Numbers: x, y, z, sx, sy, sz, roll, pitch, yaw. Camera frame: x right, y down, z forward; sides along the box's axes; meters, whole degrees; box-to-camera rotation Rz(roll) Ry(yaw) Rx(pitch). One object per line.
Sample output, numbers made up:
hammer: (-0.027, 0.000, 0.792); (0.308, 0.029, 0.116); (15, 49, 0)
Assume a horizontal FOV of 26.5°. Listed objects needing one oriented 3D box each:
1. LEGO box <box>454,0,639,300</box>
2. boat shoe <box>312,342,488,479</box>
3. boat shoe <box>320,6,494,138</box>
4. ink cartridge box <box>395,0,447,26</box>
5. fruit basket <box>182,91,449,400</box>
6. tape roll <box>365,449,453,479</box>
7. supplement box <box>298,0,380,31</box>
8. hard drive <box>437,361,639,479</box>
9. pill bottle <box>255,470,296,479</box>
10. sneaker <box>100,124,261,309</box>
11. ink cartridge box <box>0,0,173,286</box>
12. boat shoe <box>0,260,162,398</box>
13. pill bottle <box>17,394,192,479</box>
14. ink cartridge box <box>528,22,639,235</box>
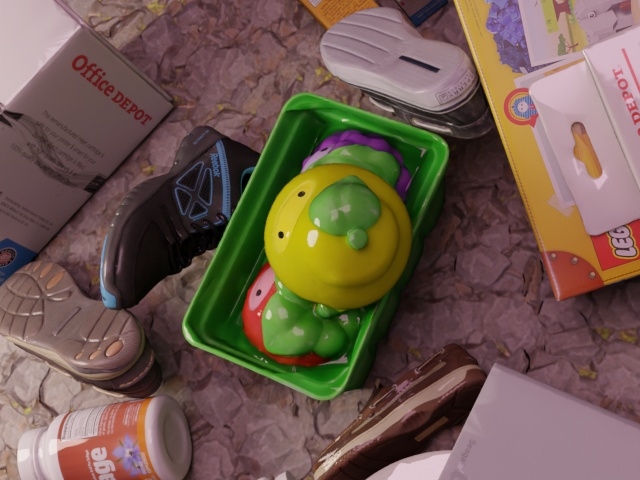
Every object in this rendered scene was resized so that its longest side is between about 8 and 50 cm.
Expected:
LEGO box: (0.382, -0.226, 1.624); (0.372, 0.193, 0.500); (-20, 88, 14)
boat shoe: (0.094, 0.225, 1.741); (0.257, 0.095, 0.095); (-33, 49, 4)
boat shoe: (0.104, -0.204, 1.741); (0.121, 0.119, 0.335); (-37, 33, -5)
ink cartridge box: (0.103, -0.383, 1.868); (0.061, 0.181, 0.104); (-37, 65, 6)
fruit basket: (0.000, 0.000, 1.687); (0.283, 0.392, 0.392); (21, 82, 25)
tape roll: (0.166, 0.451, 1.643); (0.392, 0.072, 0.392); (-6, 72, 18)
supplement box: (0.047, -0.311, 1.925); (0.080, 0.078, 0.233); (-44, 63, 3)
hard drive: (0.307, 0.289, 1.592); (0.307, 0.040, 0.203); (23, 60, 14)
pill bottle: (-0.082, 0.348, 1.771); (0.116, 0.065, 0.065); (-31, 65, 9)
sneaker: (-0.177, -0.029, 1.833); (0.140, 0.125, 0.341); (21, 50, 15)
ink cartridge box: (-0.442, -0.149, 1.941); (0.395, 0.285, 0.166); (-46, 63, 1)
boat shoe: (-0.344, 0.138, 1.890); (0.132, 0.130, 0.355); (-44, 38, -16)
pill bottle: (-0.294, 0.284, 1.840); (0.216, 0.121, 0.121); (-12, 70, 17)
ink cartridge box: (0.416, -0.152, 1.457); (0.353, 0.119, 0.207); (-23, 89, 14)
